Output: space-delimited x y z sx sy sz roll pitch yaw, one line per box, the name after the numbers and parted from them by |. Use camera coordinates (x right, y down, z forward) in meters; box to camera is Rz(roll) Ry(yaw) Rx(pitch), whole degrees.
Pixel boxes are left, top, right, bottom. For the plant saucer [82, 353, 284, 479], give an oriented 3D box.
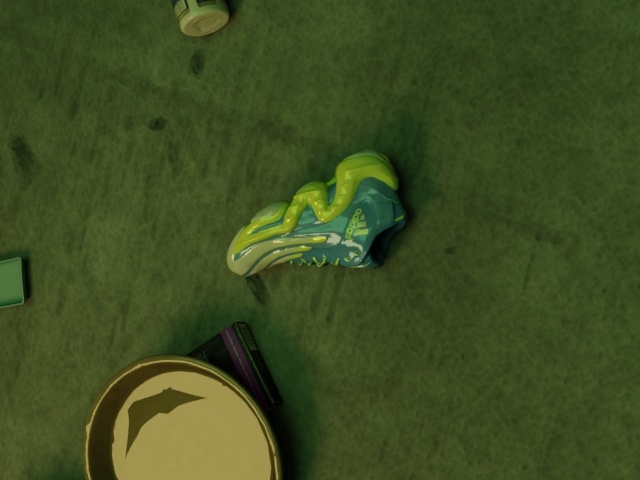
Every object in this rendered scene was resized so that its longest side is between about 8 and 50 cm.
-0.167 0.274 1.566 0.277 0.041 0.278 3 98 22 | plant saucer

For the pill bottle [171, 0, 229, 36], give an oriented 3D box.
-0.165 -0.331 1.638 0.067 0.067 0.120 -26 73 24 | pill bottle

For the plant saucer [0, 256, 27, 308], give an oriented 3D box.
-0.492 0.072 1.805 0.192 0.018 0.067 -11 80 26 | plant saucer

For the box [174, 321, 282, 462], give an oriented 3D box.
-0.137 0.191 1.593 0.162 0.029 0.116 -33 72 21 | box

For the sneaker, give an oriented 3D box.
0.000 0.000 1.502 0.240 0.091 0.126 -36 70 20 | sneaker
